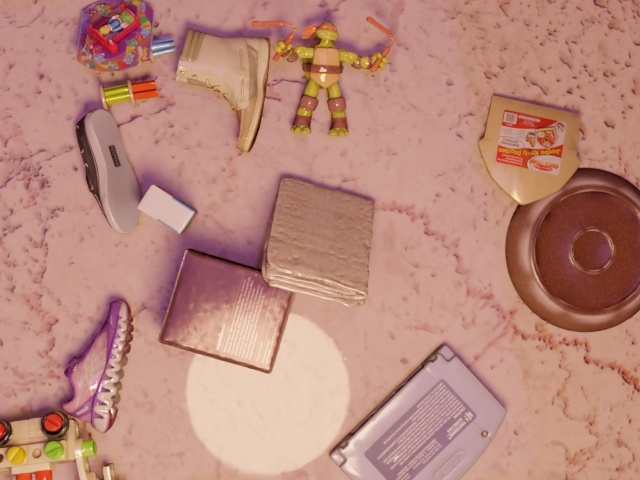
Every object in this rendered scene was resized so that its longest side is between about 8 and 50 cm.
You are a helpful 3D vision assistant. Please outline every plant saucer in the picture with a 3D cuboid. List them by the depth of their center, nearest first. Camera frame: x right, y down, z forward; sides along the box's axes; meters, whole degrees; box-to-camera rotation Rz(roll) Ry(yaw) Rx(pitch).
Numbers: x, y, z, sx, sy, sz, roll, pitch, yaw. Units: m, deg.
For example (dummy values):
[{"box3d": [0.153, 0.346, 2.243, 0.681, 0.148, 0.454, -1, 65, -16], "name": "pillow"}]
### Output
[{"box3d": [0.502, 0.018, 2.024, 0.310, 0.050, 0.311, 0, 90, -5], "name": "plant saucer"}]

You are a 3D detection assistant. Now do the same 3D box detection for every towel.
[{"box3d": [0.000, 0.000, 1.894, 0.187, 0.282, 0.049, 16, 130, -5], "name": "towel"}]

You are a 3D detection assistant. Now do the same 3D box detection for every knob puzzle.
[{"box3d": [0.385, -0.158, 2.014, 0.213, 0.030, 0.213, 1, 78, -5], "name": "knob puzzle"}]

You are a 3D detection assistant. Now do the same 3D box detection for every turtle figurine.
[{"box3d": [-0.006, -0.302, 1.959, 0.269, 0.087, 0.217, 2, 99, -21], "name": "turtle figurine"}]

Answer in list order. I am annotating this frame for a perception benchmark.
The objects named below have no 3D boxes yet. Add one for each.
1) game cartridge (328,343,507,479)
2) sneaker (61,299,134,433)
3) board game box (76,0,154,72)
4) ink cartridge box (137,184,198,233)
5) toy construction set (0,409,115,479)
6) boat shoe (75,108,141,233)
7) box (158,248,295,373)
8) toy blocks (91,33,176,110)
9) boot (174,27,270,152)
[{"box3d": [0.187, 0.362, 1.989, 0.297, 0.062, 0.198, -43, 97, -4], "name": "game cartridge"}, {"box3d": [-0.398, 0.218, 1.922, 0.104, 0.095, 0.237, 13, 89, 3], "name": "sneaker"}, {"box3d": [-0.365, -0.375, 1.919, 0.133, 0.033, 0.169, -1, 63, 1], "name": "board game box"}, {"box3d": [-0.268, -0.054, 1.918, 0.088, 0.122, 0.052, 33, 91, -3], "name": "ink cartridge box"}, {"box3d": [-0.502, 0.415, 1.877, 0.327, 0.151, 0.215, -3, 71, -11], "name": "toy construction set"}, {"box3d": [-0.387, -0.118, 1.934, 0.080, 0.076, 0.229, -18, 91, -49], "name": "boat shoe"}, {"box3d": [-0.161, 0.121, 1.901, 0.203, 0.168, 0.167, 17, 89, -5], "name": "box"}, {"box3d": [-0.327, -0.305, 1.949, 0.148, 0.054, 0.123, -12, 90, -5], "name": "toy blocks"}, {"box3d": [-0.181, -0.271, 1.951, 0.165, 0.077, 0.213, 7, 84, -6], "name": "boot"}]
